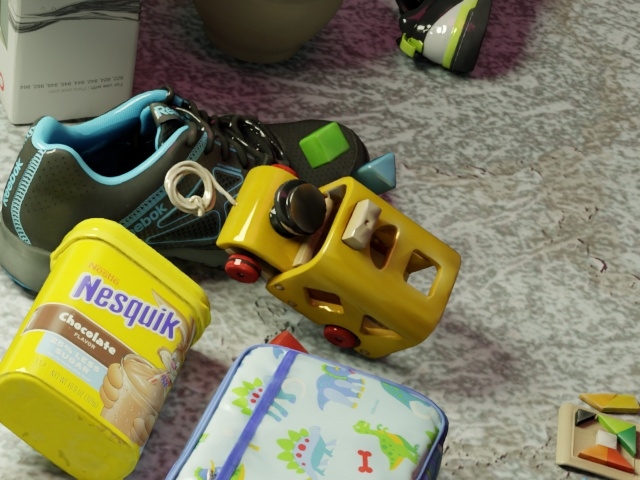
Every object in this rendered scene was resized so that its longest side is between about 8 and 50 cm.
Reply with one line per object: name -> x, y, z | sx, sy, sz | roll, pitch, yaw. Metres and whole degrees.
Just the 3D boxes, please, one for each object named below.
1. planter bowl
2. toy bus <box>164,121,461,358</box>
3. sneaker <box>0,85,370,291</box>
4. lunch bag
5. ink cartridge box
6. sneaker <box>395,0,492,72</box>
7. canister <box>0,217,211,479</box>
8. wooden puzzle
planter bowl -> -0.053, -0.234, 1.785 | 0.162, 0.109, 0.162 | 8, 41, -7
toy bus -> 0.011, 0.002, 1.474 | 0.202, 0.104, 0.191 | -16, 86, -36
sneaker -> -0.094, -0.052, 1.539 | 0.341, 0.139, 0.125 | -16, 47, -33
lunch bag -> -0.017, 0.176, 1.342 | 0.176, 0.090, 0.219 | 20, 39, 10
ink cartridge box -> -0.231, -0.265, 1.640 | 0.115, 0.273, 0.198 | -8, 45, -22
sneaker -> 0.122, -0.256, 1.884 | 0.097, 0.084, 0.234 | 14, 40, 1
canister -> -0.161, 0.081, 1.395 | 0.126, 0.073, 0.170 | 39, 40, -15
wooden puzzle -> 0.221, 0.156, 1.493 | 0.079, 0.014, 0.116 | 9, 41, -7
